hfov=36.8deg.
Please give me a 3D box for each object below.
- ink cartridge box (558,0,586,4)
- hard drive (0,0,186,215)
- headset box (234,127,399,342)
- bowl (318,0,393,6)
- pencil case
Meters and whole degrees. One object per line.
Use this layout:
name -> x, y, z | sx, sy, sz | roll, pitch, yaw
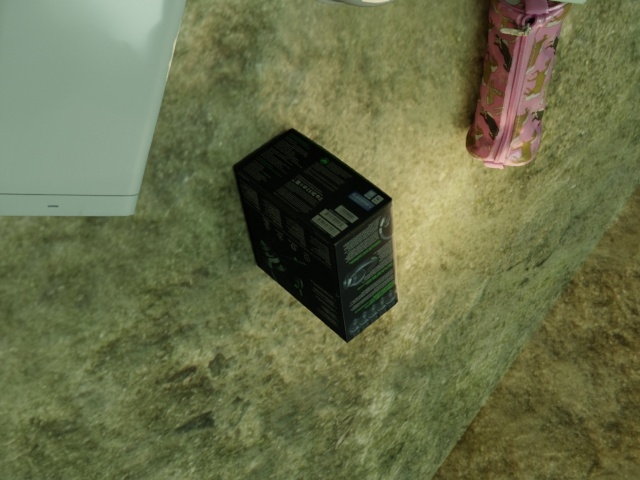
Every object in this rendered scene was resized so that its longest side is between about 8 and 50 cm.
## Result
ink cartridge box -> 0.313, -0.509, 1.474 | 0.115, 0.273, 0.198 | -9, 128, -44
hard drive -> -0.304, -0.189, 1.171 | 0.233, 0.047, 0.353 | 0, 123, -33
headset box -> 0.000, 0.000, 1.603 | 0.131, 0.246, 0.283 | -37, 144, -22
bowl -> 0.103, -0.456, 1.391 | 0.298, 0.134, 0.297 | -33, 144, -28
pencil case -> 0.377, -0.322, 1.848 | 0.167, 0.160, 0.386 | -24, 140, -24
